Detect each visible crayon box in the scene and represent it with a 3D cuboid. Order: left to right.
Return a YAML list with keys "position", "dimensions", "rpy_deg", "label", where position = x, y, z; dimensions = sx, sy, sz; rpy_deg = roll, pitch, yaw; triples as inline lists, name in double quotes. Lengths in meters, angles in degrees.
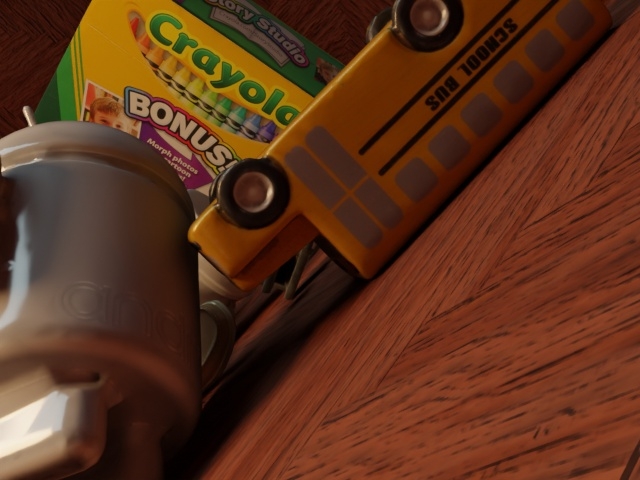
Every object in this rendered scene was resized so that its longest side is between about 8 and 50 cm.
- position: [-0.148, -0.160, 1.448]
  dimensions: [0.313, 0.363, 0.106]
  rpy_deg: [-48, 12, 44]
  label: "crayon box"

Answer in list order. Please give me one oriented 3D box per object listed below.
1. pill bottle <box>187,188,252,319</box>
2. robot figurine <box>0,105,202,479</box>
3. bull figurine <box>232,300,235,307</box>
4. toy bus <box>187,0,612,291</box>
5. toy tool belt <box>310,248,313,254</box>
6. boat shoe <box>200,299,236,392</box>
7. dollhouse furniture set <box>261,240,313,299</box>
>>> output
- position: [-0.200, 0.092, 1.229]
  dimensions: [0.301, 0.169, 0.169]
  rpy_deg: [-45, 6, 10]
  label: "pill bottle"
- position: [-0.192, 0.049, 0.884]
  dimensions: [0.199, 0.300, 0.354]
  rpy_deg: [-20, 47, 13]
  label: "robot figurine"
- position: [-0.231, 0.143, 1.433]
  dimensions: [0.310, 0.101, 0.188]
  rpy_deg: [-38, 11, 50]
  label: "bull figurine"
- position: [0.052, -0.085, 0.859]
  dimensions: [0.333, 0.130, 0.108]
  rpy_deg: [-46, 7, -6]
  label: "toy bus"
- position: [-0.008, -0.024, 1.266]
  dimensions: [0.051, 0.052, 0.083]
  rpy_deg: [-52, 3, 22]
  label: "toy tool belt"
- position: [-0.141, 0.123, 1.049]
  dimensions: [0.170, 0.063, 0.059]
  rpy_deg: [-52, -24, 23]
  label: "boat shoe"
- position: [0.000, 0.000, 1.013]
  dimensions: [0.182, 0.101, 0.161]
  rpy_deg: [-70, 0, -76]
  label: "dollhouse furniture set"
